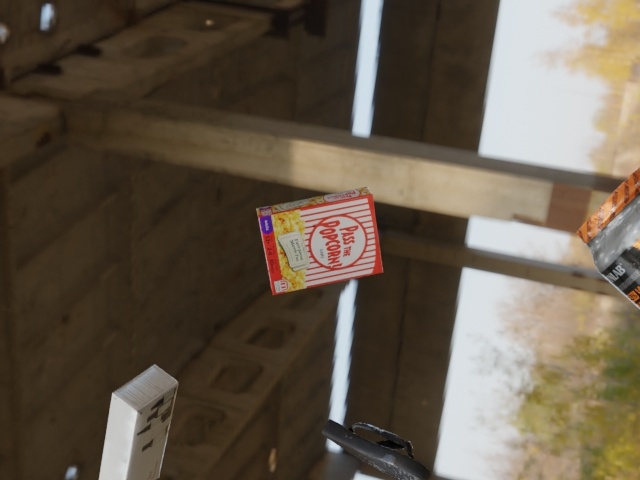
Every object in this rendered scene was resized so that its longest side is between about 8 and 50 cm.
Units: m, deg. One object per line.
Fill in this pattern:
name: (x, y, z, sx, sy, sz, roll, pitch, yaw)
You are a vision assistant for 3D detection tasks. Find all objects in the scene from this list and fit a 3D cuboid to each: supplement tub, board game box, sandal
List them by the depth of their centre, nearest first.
sandal: (0.076, 0.289, 1.471, 0.097, 0.254, 0.054, 39, -102, -23)
supplement tub: (0.580, 0.041, 1.649, 0.193, 0.316, 0.193, -44, -12, -12)
board game box: (0.000, 0.000, 1.724, 0.045, 0.194, 0.146, -113, 12, -65)

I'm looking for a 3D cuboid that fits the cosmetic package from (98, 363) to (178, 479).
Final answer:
cosmetic package: (-0.299, 0.322, 1.674, 0.099, 0.060, 0.239, -32, -33, -45)
